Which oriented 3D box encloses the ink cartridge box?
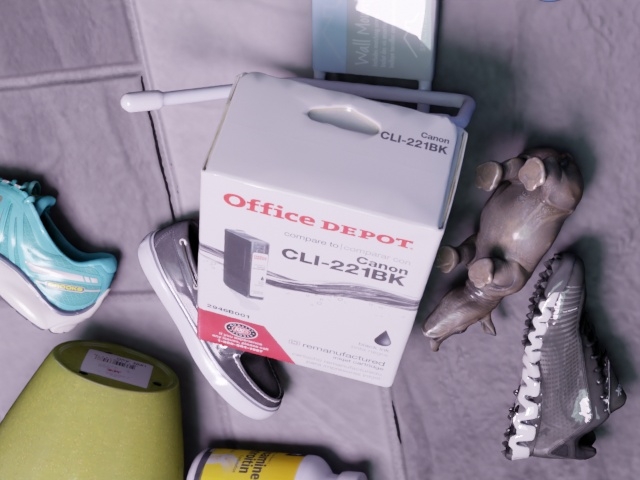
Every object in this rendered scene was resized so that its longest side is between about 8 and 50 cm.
[{"bbox_3d":[0.000,0.000,0.990,0.197,0.114,0.272,14,145,3],"label":"ink cartridge box"}]

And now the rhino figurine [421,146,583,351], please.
[{"bbox_3d":[0.160,0.015,1.033,0.073,0.106,0.243,44,124,29],"label":"rhino figurine"}]

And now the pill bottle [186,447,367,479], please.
[{"bbox_3d":[-0.045,0.279,1.208,0.184,0.103,0.103,1,113,17],"label":"pill bottle"}]

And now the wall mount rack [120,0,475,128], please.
[{"bbox_3d":[-0.014,-0.217,0.967,0.304,0.130,0.349,7,114,15],"label":"wall mount rack"}]

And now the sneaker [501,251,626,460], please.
[{"bbox_3d":[0.240,0.117,1.067,0.106,0.078,0.234,10,119,10],"label":"sneaker"}]

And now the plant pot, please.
[{"bbox_3d":[-0.257,0.265,1.203,0.275,0.275,0.293,18,101,9],"label":"plant pot"}]

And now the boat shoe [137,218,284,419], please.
[{"bbox_3d":[-0.095,0.077,1.156,0.076,0.080,0.228,-29,94,27],"label":"boat shoe"}]

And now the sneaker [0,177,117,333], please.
[{"bbox_3d":[-0.335,-0.024,1.186,0.275,0.107,0.110,40,99,-8],"label":"sneaker"}]
